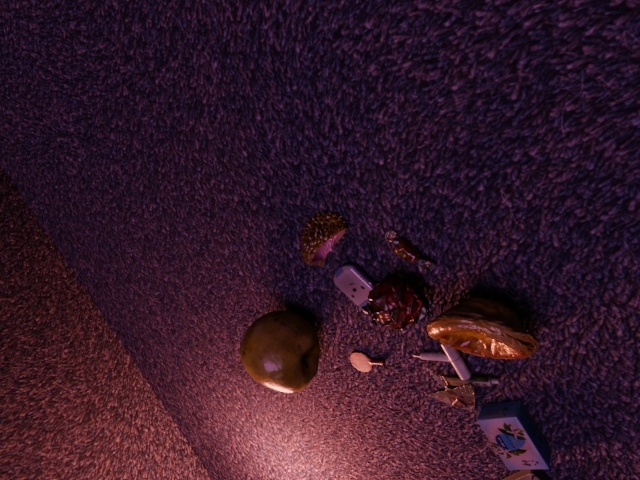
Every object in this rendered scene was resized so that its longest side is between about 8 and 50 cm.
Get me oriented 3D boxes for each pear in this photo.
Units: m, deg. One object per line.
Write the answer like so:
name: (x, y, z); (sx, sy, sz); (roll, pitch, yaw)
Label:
pear: (-0.159, 0.421, 1.842); (0.304, 0.304, 0.303); (16, 126, 23)

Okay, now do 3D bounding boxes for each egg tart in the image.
egg tart: (0.472, 0.253, 1.413); (0.319, 0.128, 0.319); (16, 159, 7)

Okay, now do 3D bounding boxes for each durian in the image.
durian: (-0.001, 0.000, 1.611); (0.132, 0.165, 0.182); (10, 163, -21)

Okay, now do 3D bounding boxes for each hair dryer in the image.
hair dryer: (0.400, 0.408, 1.653); (0.183, 0.044, 0.154); (-21, 105, 45)

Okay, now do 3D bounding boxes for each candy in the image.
candy: (0.268, 0.038, 1.488); (0.182, 0.046, 0.053); (38, 130, 9)

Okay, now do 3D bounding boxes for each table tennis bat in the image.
table tennis bat: (0.176, 0.460, 1.837); (0.155, 0.019, 0.098); (-11, 112, 39)

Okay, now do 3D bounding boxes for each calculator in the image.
calculator: (0.138, 0.167, 1.659); (0.210, 0.039, 0.121); (44, 134, 0)

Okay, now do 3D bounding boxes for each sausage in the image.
sausage: (0.504, 0.197, 1.453); (0.199, 0.028, 0.025); (6, 77, 30)

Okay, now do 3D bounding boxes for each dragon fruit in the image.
dragon fruit: (0.240, 0.197, 1.527); (0.189, 0.182, 0.182); (-9, 123, -13)

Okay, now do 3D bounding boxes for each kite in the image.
kite: (0.446, 0.523, 1.690); (0.250, 0.012, 0.229); (44, 139, -9)

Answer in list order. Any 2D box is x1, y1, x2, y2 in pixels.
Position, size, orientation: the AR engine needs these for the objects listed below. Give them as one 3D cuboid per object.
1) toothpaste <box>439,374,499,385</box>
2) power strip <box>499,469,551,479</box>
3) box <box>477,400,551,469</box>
toothpaste: (0.501, 0.471, 1.629); (0.204, 0.031, 0.049); (-12, 116, 40)
power strip: (0.740, 0.903, 1.733); (0.145, 0.061, 0.215); (39, 132, 7)
box: (0.647, 0.652, 1.618); (0.143, 0.083, 0.232); (-25, 102, 39)
